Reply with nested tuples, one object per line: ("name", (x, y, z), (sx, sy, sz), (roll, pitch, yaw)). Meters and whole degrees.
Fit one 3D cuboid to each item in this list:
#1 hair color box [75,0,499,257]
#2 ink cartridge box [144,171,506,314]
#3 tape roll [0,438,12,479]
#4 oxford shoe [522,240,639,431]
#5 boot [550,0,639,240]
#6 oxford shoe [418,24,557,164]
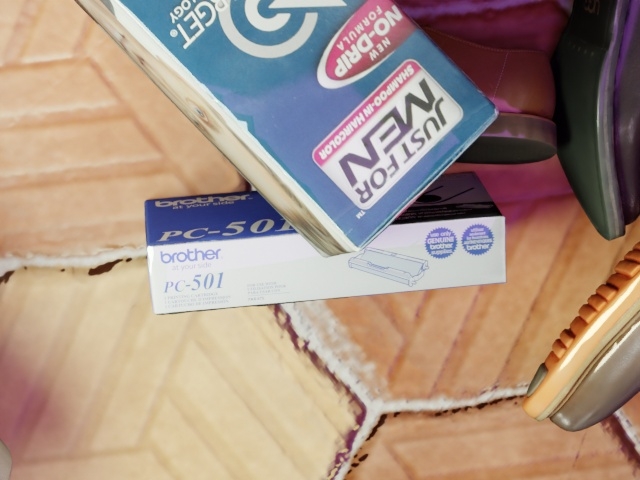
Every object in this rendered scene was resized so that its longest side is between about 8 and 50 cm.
("hair color box", (-0.074, -0.148, 1.031), (0.105, 0.174, 0.347), (-45, 92, -4))
("ink cartridge box", (0.000, 0.000, 1.173), (0.207, 0.097, 0.046), (-5, 108, -5))
("tape roll", (-0.319, 0.136, 1.104), (0.246, 0.246, 0.169), (-35, 109, 5))
("oxford shoe", (0.283, 0.014, 1.177), (0.364, 0.130, 0.133), (-39, 90, 7))
("boot", (0.255, -0.133, 1.169), (0.229, 0.091, 0.263), (-8, 115, -12))
("oxford shoe", (0.036, -0.093, 1.174), (0.212, 0.076, 0.076), (5, 77, -5))
